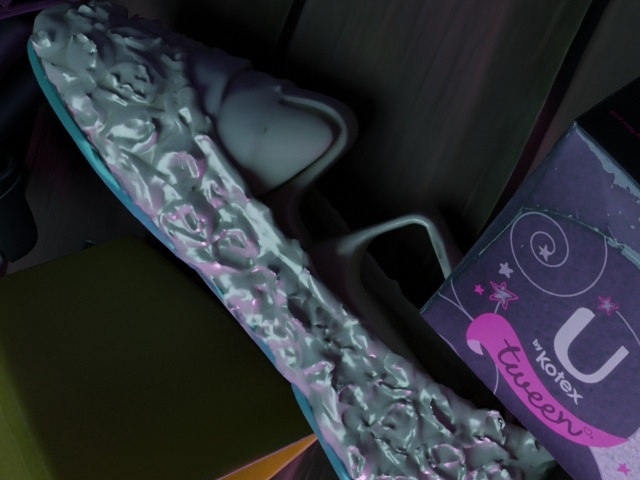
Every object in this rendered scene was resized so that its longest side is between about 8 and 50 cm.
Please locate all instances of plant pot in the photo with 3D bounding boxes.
[{"bbox_3d":[-0.162,0.121,1.155,0.187,0.212,0.212,60,140,12],"label":"plant pot"}]

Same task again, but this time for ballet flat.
[{"bbox_3d":[0.000,0.000,0.997,0.409,0.147,0.147,53,138,3],"label":"ballet flat"}]

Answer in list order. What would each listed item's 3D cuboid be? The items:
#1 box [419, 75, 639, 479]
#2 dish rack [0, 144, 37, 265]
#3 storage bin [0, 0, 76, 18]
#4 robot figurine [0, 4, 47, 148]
[{"bbox_3d":[0.197,0.054,0.801,0.247,0.142,0.163,48,137,13],"label":"box"},{"bbox_3d":[-0.330,0.016,1.175,0.074,0.271,0.208,64,167,-26],"label":"dish rack"},{"bbox_3d":[-0.212,-0.229,1.038,0.180,0.122,0.084,45,126,15],"label":"storage bin"},{"bbox_3d":[-0.302,-0.166,1.133,0.278,0.173,0.209,39,133,21],"label":"robot figurine"}]
